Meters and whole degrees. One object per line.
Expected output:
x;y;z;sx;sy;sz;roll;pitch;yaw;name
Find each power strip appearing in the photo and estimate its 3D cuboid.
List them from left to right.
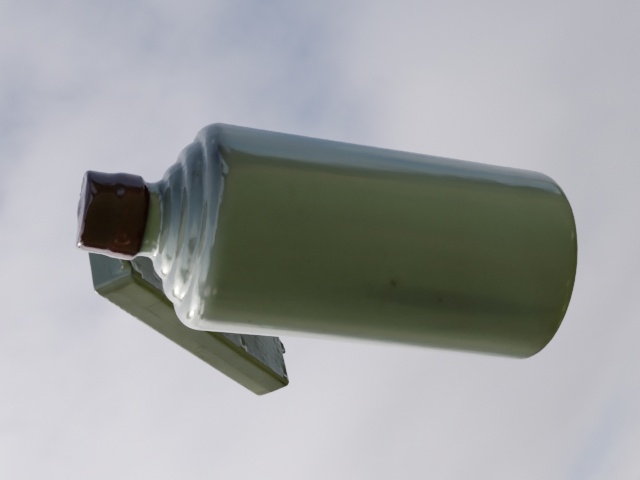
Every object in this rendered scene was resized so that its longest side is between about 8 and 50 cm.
-0.122;0.052;1.110;0.367;0.043;0.106;46;-155;-59;power strip

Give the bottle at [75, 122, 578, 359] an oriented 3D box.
0.000;0.000;0.594;0.245;0.104;0.104;6;-70;-16;bottle
